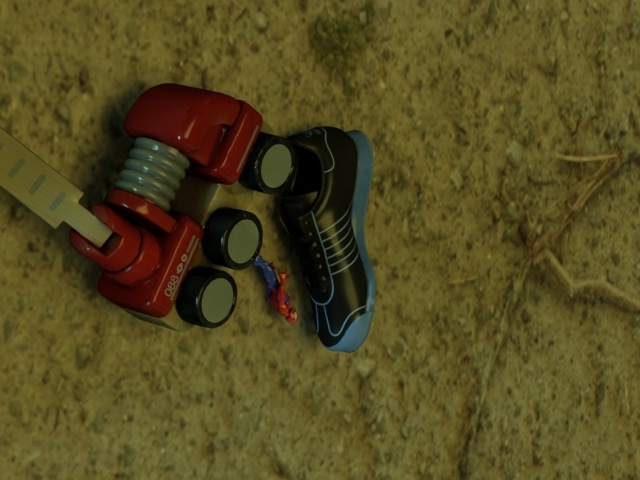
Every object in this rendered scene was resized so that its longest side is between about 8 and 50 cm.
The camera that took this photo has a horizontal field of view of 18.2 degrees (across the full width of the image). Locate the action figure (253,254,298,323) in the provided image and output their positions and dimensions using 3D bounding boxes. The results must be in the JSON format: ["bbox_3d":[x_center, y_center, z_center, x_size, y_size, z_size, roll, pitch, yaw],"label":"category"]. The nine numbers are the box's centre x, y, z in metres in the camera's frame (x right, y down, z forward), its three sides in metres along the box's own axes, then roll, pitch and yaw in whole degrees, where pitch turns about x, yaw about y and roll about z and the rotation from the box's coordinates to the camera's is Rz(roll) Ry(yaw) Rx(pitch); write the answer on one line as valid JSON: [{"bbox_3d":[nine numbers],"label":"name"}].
[{"bbox_3d":[-0.050,0.037,2.020,0.030,0.038,0.115,-31,116,-15],"label":"action figure"}]

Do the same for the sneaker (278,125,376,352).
[{"bbox_3d":[0.000,0.000,2.035,0.090,0.081,0.232,-1,91,-38],"label":"sneaker"}]

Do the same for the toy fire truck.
[{"bbox_3d":[-0.177,-0.059,1.842,0.246,0.158,0.217,37,73,-49],"label":"toy fire truck"}]
